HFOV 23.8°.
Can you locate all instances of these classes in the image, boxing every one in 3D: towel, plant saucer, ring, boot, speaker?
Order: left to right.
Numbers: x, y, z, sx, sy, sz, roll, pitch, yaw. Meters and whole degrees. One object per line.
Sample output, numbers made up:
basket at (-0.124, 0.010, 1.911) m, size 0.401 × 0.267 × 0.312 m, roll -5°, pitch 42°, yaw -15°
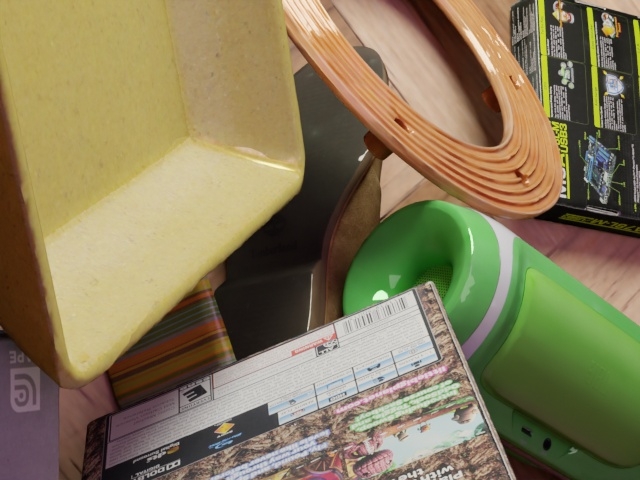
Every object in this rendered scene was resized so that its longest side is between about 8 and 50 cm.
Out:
plant saucer at (-0.118, -0.137, 0.776) m, size 0.333 × 0.081 × 0.333 m, roll -45°, pitch 130°, yaw -62°
towel at (-0.120, 0.002, 0.997) m, size 0.021 × 0.102 × 0.237 m, roll -6°, pitch 75°, yaw -55°
boot at (0.000, 0.000, 1.084) m, size 0.115 × 0.112 × 0.305 m, roll 47°, pitch 46°, yaw -45°
ring at (0.053, -0.147, 1.100) m, size 0.336 × 0.032 × 0.337 m, roll 37°, pitch 29°, yaw -25°
speaker at (0.151, 0.085, 1.060) m, size 0.296 × 0.131 × 0.131 m, roll 33°, pitch 58°, yaw -38°

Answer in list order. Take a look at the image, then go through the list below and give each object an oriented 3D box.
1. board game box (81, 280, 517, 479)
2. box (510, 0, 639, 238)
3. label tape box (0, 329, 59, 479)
board game box at (0.000, 0.176, 0.813) m, size 0.232 × 0.291 × 0.141 m, roll -23°, pitch 111°, yaw 4°
box at (0.247, -0.100, 1.270) m, size 0.184 × 0.045 × 0.191 m, roll 8°, pitch 71°, yaw -25°
label tape box at (-0.252, 0.210, 0.748) m, size 0.106 × 0.240 × 0.334 m, roll 3°, pitch 87°, yaw -60°
